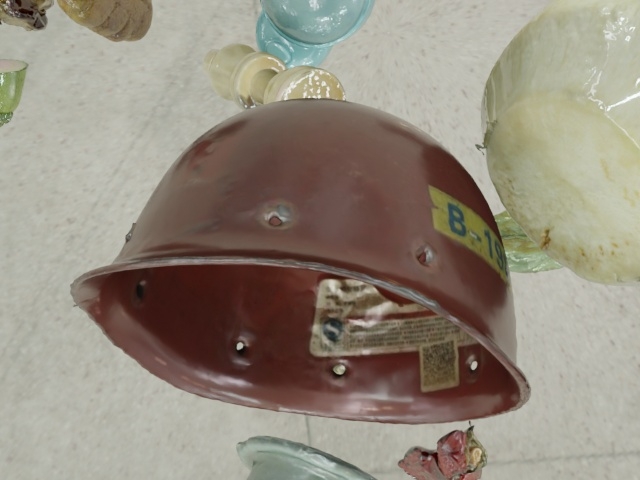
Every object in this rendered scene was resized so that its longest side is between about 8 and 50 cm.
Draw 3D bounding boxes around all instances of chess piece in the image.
[{"bbox_3d":[-0.099,-0.253,1.595,0.117,0.397,0.117,-10,112,-25],"label":"chess piece"}]

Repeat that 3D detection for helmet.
[{"bbox_3d":[0.000,0.000,0.807,0.337,0.385,0.230,-9,59,38],"label":"helmet"}]

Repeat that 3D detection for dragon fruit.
[{"bbox_3d":[0.185,0.300,1.398,0.122,0.192,0.092,33,68,21],"label":"dragon fruit"}]

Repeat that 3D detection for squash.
[{"bbox_3d":[-0.602,-0.268,1.850,0.105,0.105,0.132,6,112,3],"label":"squash"}]

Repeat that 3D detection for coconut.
[{"bbox_3d":[0.310,-0.116,0.890,0.323,0.323,0.323,1,102,4],"label":"coconut"}]

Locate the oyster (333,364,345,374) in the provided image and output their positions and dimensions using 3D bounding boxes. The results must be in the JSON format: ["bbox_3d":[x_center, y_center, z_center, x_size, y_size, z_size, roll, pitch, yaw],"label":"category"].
[{"bbox_3d":[0.070,0.103,1.150,0.209,0.072,0.133,-46,110,-11],"label":"oyster"}]

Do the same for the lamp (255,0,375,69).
[{"bbox_3d":[-0.018,-0.420,1.705,0.209,0.147,0.284,38,136,9],"label":"lamp"}]

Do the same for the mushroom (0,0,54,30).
[{"bbox_3d":[-0.377,-0.493,1.229,0.334,0.331,0.356,-30,80,4],"label":"mushroom"}]

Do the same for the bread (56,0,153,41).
[{"bbox_3d":[-0.402,-0.436,1.782,0.084,0.344,0.124,18,96,13],"label":"bread"}]

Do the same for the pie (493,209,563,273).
[{"bbox_3d":[0.336,-0.007,1.527,0.187,0.187,0.041,-9,119,6],"label":"pie"}]

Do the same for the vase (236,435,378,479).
[{"bbox_3d":[-0.039,0.406,1.111,0.245,0.245,0.291,26,64,-2],"label":"vase"}]
